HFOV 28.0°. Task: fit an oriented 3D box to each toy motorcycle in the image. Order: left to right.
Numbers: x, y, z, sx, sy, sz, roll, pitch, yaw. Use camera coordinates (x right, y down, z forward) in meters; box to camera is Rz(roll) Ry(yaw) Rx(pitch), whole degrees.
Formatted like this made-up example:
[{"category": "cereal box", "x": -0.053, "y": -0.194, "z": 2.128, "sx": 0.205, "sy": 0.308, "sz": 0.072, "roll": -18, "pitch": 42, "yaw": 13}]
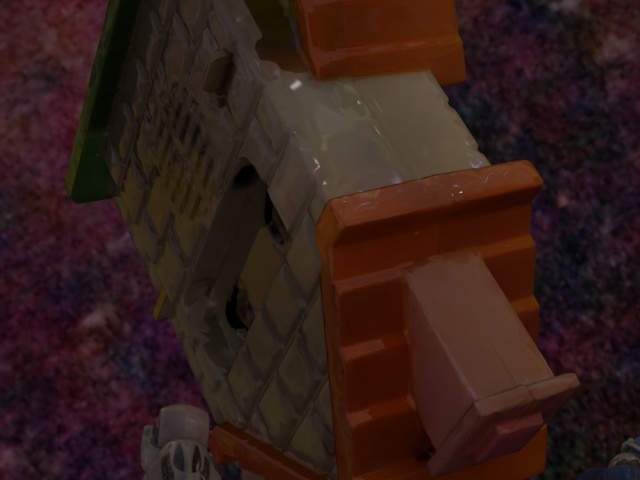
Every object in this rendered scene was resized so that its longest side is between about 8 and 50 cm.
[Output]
[{"category": "toy motorcycle", "x": -0.117, "y": 0.229, "z": 1.074, "sx": 0.112, "sy": 0.112, "sz": 0.254, "roll": -26, "pitch": 36, "yaw": 17}]

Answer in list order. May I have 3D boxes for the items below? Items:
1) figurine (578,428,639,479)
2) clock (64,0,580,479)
[{"category": "figurine", "x": 0.332, "y": 0.245, "z": 1.339, "sx": 0.136, "sy": 0.077, "sz": 0.079, "roll": -26, "pitch": 58, "yaw": -40}, {"category": "clock", "x": 0.000, "y": 0.000, "z": 0.539, "sx": 0.106, "sy": 0.220, "sz": 0.255, "roll": -13, "pitch": 61, "yaw": -29}]
